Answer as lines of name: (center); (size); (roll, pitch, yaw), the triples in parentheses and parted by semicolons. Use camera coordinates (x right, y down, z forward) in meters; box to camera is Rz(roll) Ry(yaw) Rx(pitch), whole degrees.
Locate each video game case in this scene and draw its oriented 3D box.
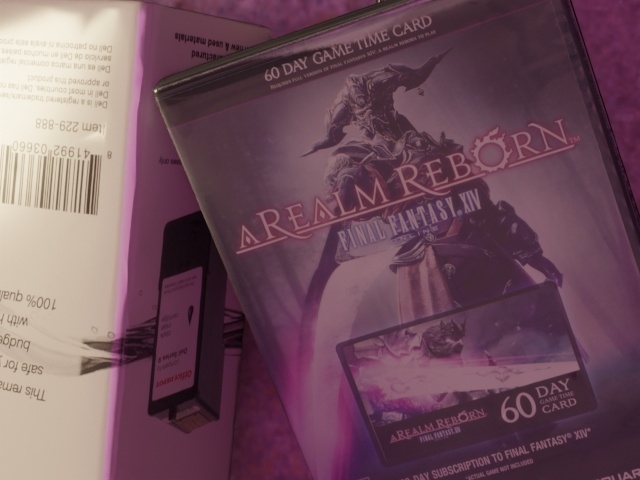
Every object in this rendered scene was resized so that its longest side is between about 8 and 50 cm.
video game case: (0.060, 0.019, 0.733); (0.196, 0.026, 0.274); (-18, 109, 12)

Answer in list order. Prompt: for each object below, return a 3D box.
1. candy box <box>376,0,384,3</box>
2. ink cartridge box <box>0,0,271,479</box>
candy box: (0.068, -0.152, 0.795); (0.070, 0.165, 0.196); (0, 93, 7)
ink cartridge box: (-0.155, 0.017, 0.820); (0.211, 0.121, 0.289); (8, 95, 29)
